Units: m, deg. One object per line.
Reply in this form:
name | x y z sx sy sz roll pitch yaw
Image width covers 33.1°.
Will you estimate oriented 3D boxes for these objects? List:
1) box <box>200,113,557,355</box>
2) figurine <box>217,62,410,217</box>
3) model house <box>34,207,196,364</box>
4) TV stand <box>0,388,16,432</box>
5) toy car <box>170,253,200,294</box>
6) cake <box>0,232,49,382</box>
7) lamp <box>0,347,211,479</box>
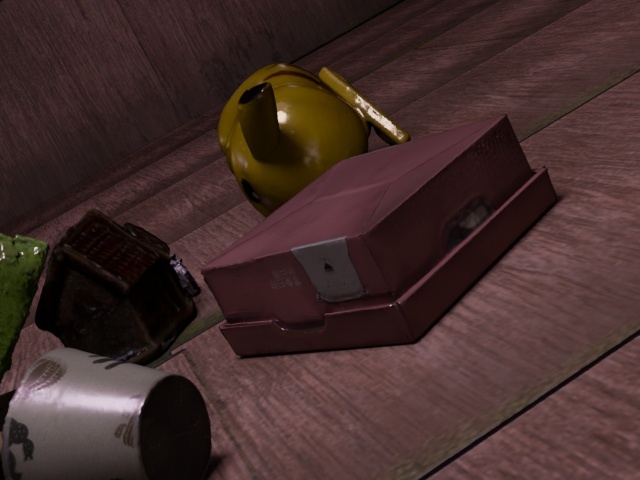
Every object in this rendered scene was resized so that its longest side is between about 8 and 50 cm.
box | 0.043 -0.004 0.866 0.215 0.086 0.215 -11 22 49
figurine | -0.012 -0.109 1.208 0.327 0.218 0.169 -111 42 -69
model house | -0.203 0.043 1.049 0.106 0.152 0.165 -16 19 21
TV stand | -0.369 0.195 1.049 0.249 0.036 0.042 -21 17 28
toy car | -0.156 0.039 1.185 0.025 0.041 0.093 -35 13 -11
cake | -0.289 0.109 0.954 0.099 0.235 0.100 4 -33 -28
lamp | -0.183 0.133 0.725 0.214 0.121 0.121 -6 24 29
